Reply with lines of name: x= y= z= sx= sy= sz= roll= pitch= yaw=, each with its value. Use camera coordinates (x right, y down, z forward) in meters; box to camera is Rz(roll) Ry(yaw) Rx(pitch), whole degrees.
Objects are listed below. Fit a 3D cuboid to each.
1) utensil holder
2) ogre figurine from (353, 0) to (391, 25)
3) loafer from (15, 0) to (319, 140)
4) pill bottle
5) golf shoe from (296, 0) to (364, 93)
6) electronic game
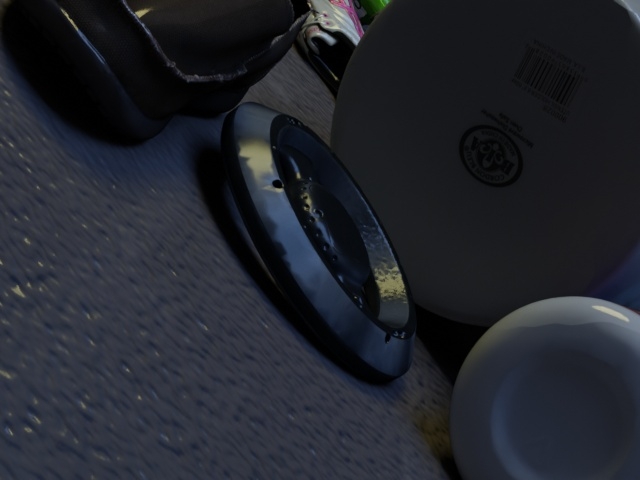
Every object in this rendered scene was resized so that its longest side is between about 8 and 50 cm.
utensil holder: x=0.228 y=-0.075 z=1.637 sx=0.327 sy=0.327 sz=0.385 roll=56 pitch=24 yaw=18
ogre figurine: x=0.050 y=-0.294 z=2.134 sx=0.118 sy=0.097 sz=0.197 roll=58 pitch=23 yaw=-21
loafer: x=-0.097 y=-0.165 z=1.300 sx=0.134 sy=0.130 sz=0.366 roll=51 pitch=15 yaw=0
pill bottle: x=0.228 y=0.142 z=1.435 sx=0.181 sy=0.181 sz=0.323 roll=56 pitch=15 yaw=18
golf shoe: x=0.005 y=-0.218 z=1.860 sx=0.186 sy=0.067 sz=0.086 roll=54 pitch=16 yaw=11
electronic game: x=0.000 y=0.000 z=1.354 sx=0.229 sy=0.048 sz=0.229 roll=51 pitch=19 yaw=-25
